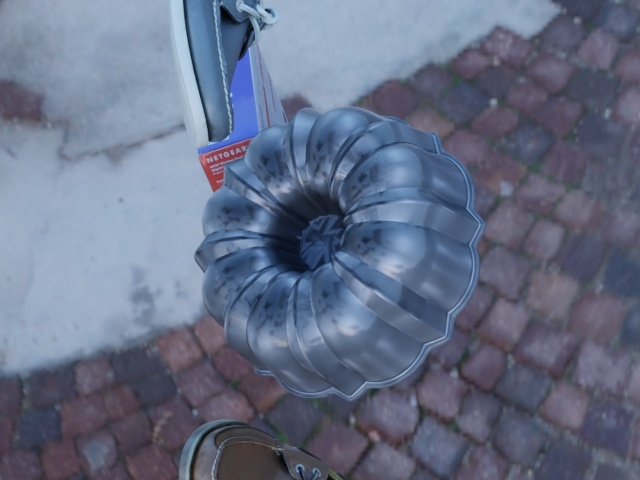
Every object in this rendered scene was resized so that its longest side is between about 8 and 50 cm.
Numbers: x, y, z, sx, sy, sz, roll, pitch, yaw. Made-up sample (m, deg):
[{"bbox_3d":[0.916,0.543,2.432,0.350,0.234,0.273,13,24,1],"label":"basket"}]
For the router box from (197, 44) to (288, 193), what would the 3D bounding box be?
[{"bbox_3d":[-0.080,-0.099,1.859,0.082,0.301,0.335,-18,36,6],"label":"router box"}]

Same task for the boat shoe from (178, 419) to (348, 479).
[{"bbox_3d":[-0.036,0.268,1.527,0.104,0.307,0.110,5,75,31],"label":"boat shoe"}]

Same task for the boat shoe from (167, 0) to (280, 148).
[{"bbox_3d":[-0.086,-0.223,1.233,0.099,0.116,0.319,-3,58,-5],"label":"boat shoe"}]

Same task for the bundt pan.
[{"bbox_3d":[0.000,0.000,1.488,0.331,0.124,0.331,-11,68,29],"label":"bundt pan"}]
